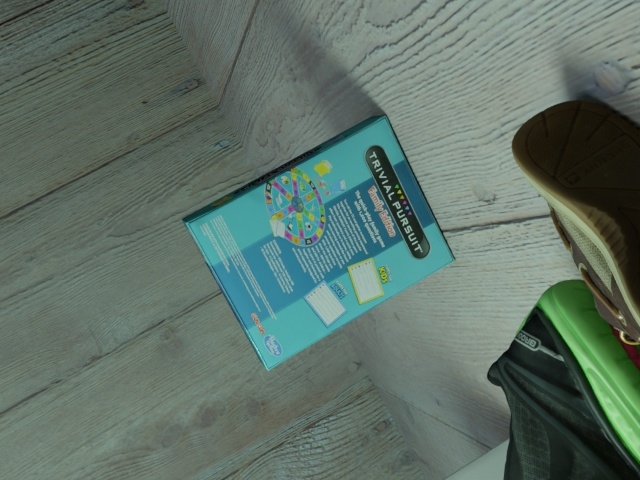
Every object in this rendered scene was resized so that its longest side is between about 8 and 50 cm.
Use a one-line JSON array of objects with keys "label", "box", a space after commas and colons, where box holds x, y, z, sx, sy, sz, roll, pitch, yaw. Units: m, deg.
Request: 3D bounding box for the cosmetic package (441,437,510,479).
[{"label": "cosmetic package", "box": [0.236, 0.493, 1.429, 0.155, 0.366, 0.197, 55, 171, 36]}]

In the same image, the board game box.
[{"label": "board game box", "box": [0.000, 0.000, 1.303, 0.253, 0.336, 0.079, 63, 169, -13]}]

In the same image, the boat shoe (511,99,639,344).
[{"label": "boat shoe", "box": [0.275, 0.024, 0.689, 0.342, 0.123, 0.123, 56, 177, 43]}]

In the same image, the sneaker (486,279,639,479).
[{"label": "sneaker", "box": [0.283, 0.267, 0.766, 0.202, 0.185, 0.482, -48, 38, 36]}]
